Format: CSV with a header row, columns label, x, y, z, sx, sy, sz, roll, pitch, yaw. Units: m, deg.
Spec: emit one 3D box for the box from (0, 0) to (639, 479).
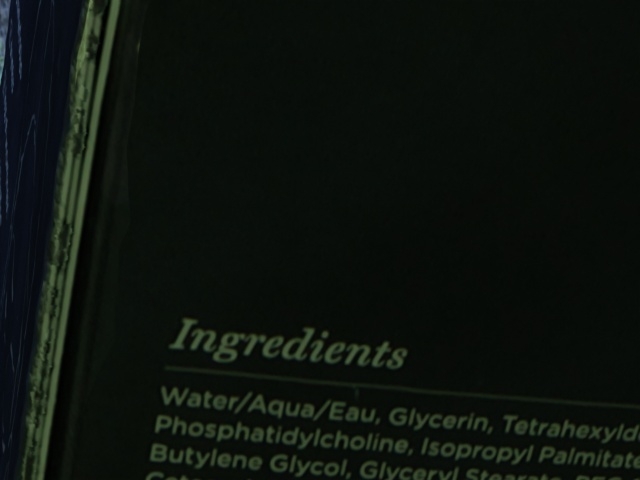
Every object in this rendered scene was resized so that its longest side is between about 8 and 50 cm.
label,x,y,z,sx,sy,sz,roll,pitch,yaw
box,0.000,0.000,0.790,0.480,0.297,0.472,-109,26,-60
